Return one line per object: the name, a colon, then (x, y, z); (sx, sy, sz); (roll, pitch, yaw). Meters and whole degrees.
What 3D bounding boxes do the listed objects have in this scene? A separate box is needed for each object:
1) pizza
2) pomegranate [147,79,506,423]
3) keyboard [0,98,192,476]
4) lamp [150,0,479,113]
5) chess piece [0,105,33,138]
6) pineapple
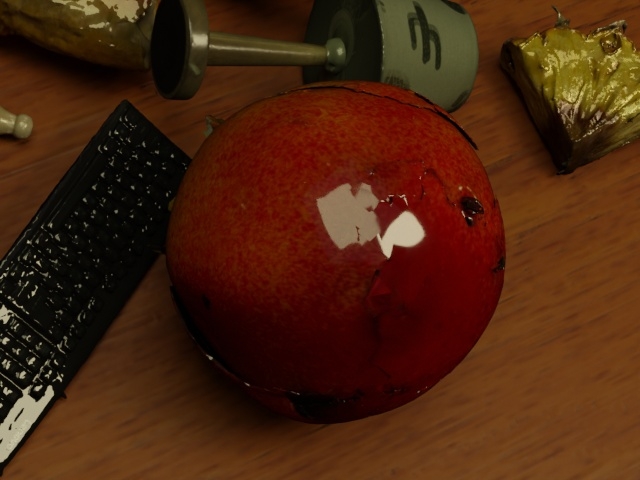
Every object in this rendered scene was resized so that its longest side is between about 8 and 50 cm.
pizza: (-0.199, -0.260, 1.011); (0.226, 0.086, 0.335); (-37, 78, -29)
pomegranate: (0.000, 0.000, 0.863); (0.235, 0.210, 0.210); (26, 57, 39)
keyboard: (-0.161, 0.026, 0.901); (0.087, 0.017, 0.250); (44, 60, -21)
lamp: (-0.002, -0.127, 0.962); (0.214, 0.121, 0.121); (0, 64, -27)
chess piece: (-0.239, -0.085, 0.947); (0.092, 0.035, 0.035); (13, 63, -9)
pineapple: (0.191, -0.102, 1.034); (0.137, 0.069, 0.116); (19, 67, 8)
